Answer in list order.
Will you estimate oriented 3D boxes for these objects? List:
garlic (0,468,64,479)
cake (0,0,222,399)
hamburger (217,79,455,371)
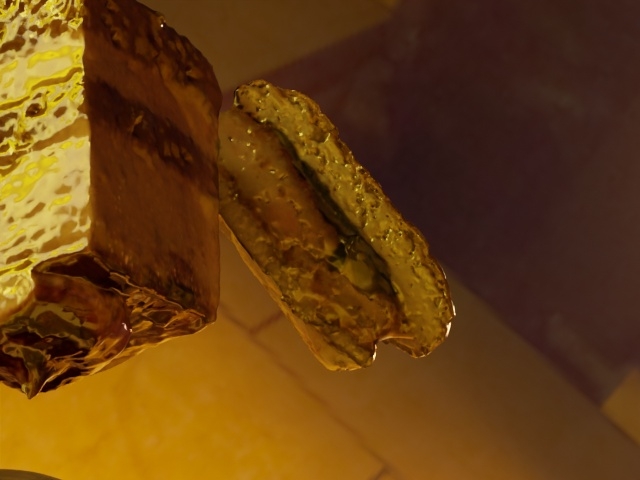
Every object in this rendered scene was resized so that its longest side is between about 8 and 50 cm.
[{"bbox_3d":[-0.251,0.263,1.306,0.340,0.231,0.246,-28,68,-12],"label":"garlic"},{"bbox_3d":[-0.180,-0.014,1.366,0.198,0.196,0.293,39,39,-55],"label":"cake"},{"bbox_3d":[0.000,0.000,1.549,0.124,0.131,0.262,-35,75,-9],"label":"hamburger"}]
